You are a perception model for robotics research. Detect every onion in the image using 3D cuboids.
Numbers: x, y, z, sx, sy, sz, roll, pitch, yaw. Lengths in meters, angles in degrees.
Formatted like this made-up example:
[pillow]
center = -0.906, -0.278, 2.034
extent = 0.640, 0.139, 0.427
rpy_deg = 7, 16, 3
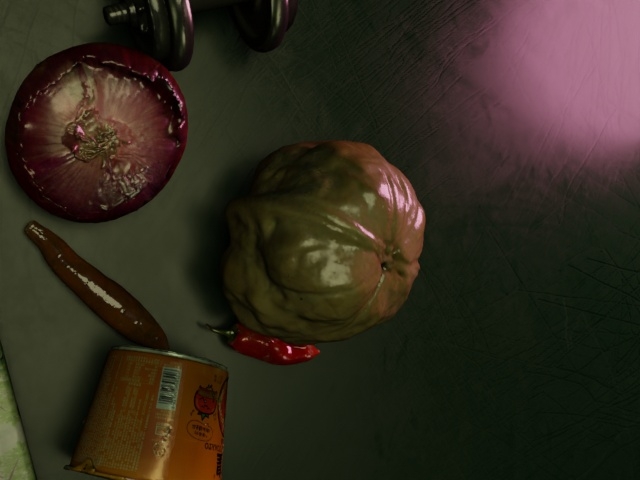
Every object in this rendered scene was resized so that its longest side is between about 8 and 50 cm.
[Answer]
[onion]
center = -0.294, -0.144, 1.263
extent = 0.248, 0.161, 0.248
rpy_deg = -1, 100, -6

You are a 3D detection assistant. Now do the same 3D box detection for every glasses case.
[glasses case]
center = -0.426, 0.229, 1.243
extent = 0.062, 0.095, 0.272
rpy_deg = -15, 95, -22

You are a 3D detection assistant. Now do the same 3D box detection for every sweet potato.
[sweet potato]
center = -0.305, 0.071, 1.311
extent = 0.264, 0.057, 0.057
rpy_deg = 46, 75, -16

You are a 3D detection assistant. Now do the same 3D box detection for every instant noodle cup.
[instant noodle cup]
center = -0.219, 0.240, 1.272
extent = 0.216, 0.216, 0.172
rpy_deg = 15, 75, -20

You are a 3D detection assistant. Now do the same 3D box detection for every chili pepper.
[chili pepper]
center = -0.081, 0.150, 1.399
extent = 0.191, 0.050, 0.059
rpy_deg = 15, 68, -28

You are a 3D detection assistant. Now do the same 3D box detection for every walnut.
[walnut]
center = 0.000, 0.002, 1.313
extent = 0.253, 0.277, 0.282
rpy_deg = -6, 95, -42

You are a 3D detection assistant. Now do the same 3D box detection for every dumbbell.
[dumbbell]
center = -0.156, -0.337, 1.300
extent = 0.290, 0.192, 0.192
rpy_deg = -18, 96, -21
